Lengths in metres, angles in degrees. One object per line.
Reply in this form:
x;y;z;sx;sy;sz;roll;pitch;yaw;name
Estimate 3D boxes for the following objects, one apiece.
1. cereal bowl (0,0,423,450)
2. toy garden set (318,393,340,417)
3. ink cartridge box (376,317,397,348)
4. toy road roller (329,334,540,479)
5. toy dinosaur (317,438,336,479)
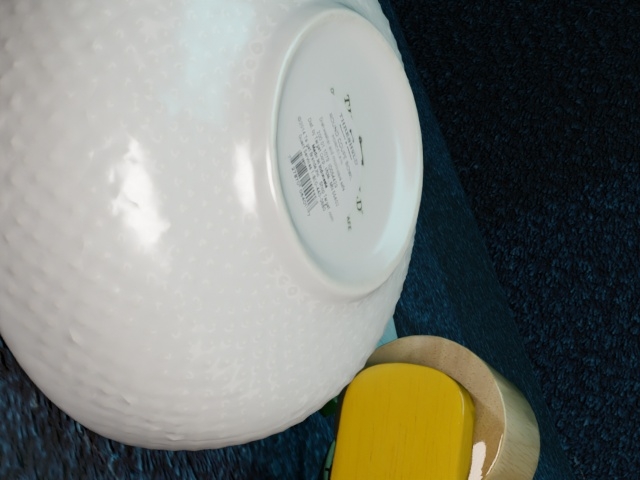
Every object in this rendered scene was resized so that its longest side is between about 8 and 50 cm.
-0.038;-0.046;0.794;0.339;0.141;0.338;4;86;-57;cereal bowl
-0.038;-0.001;1.198;0.244;0.049;0.203;57;15;-32;toy garden set
0.000;0.000;1.149;0.223;0.045;0.224;58;15;-34;ink cartridge box
0.129;0.237;0.890;0.202;0.241;0.329;36;58;-67;toy road roller
0.003;0.211;1.059;0.092;0.053;0.183;75;8;-53;toy dinosaur
